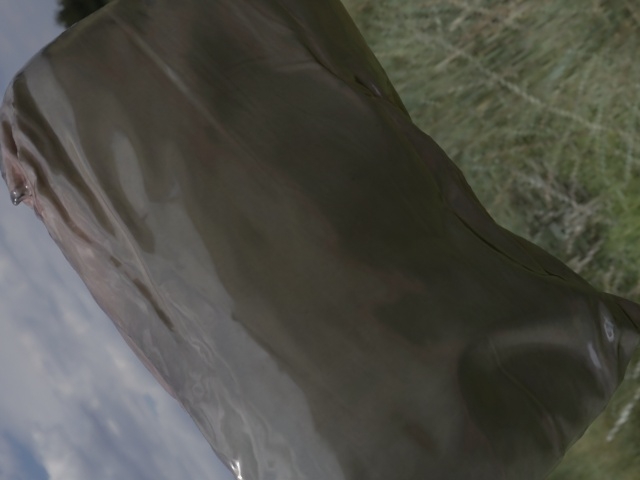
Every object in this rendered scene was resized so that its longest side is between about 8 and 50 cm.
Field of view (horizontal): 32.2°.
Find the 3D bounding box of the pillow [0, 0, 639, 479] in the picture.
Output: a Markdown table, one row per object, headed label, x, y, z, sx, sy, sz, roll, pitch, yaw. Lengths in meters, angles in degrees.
| label | x | y | z | sx | sy | sz | roll | pitch | yaw |
| --- | --- | --- | --- | --- | --- | --- | --- | --- | --- |
| pillow | 0.000 | 0.000 | 0.426 | 0.270 | 0.173 | 0.067 | 49 | 158 | 14 |
